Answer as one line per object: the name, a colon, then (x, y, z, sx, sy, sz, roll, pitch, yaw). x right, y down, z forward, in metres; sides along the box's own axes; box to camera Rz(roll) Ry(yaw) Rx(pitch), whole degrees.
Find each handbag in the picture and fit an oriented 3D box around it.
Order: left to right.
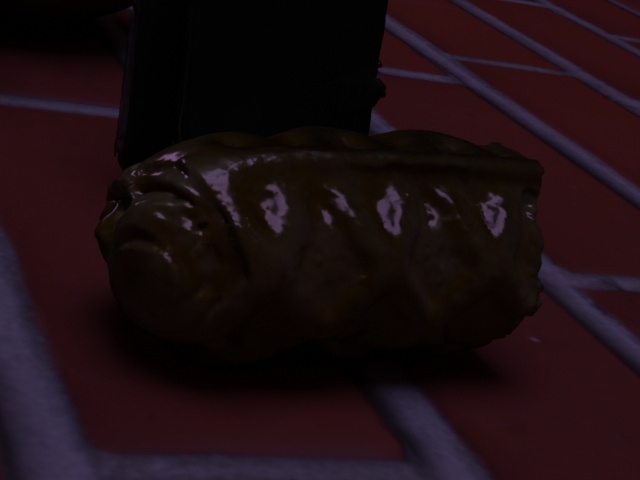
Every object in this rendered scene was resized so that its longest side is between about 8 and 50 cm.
handbag: (-0.032, -0.161, 1.082, 0.079, 0.247, 0.260, 18, 20, 33)

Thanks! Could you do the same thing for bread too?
bread: (0.000, 0.000, 0.838, 0.267, 0.130, 0.152, -1, 29, -33)

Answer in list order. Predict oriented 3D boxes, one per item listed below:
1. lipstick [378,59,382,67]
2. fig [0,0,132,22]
lipstick: (0.045, -0.214, 1.612, 0.025, 0.025, 0.107, 4, 27, -26)
fig: (-0.271, -0.356, 1.367, 0.343, 0.343, 0.343, 12, 19, -4)
